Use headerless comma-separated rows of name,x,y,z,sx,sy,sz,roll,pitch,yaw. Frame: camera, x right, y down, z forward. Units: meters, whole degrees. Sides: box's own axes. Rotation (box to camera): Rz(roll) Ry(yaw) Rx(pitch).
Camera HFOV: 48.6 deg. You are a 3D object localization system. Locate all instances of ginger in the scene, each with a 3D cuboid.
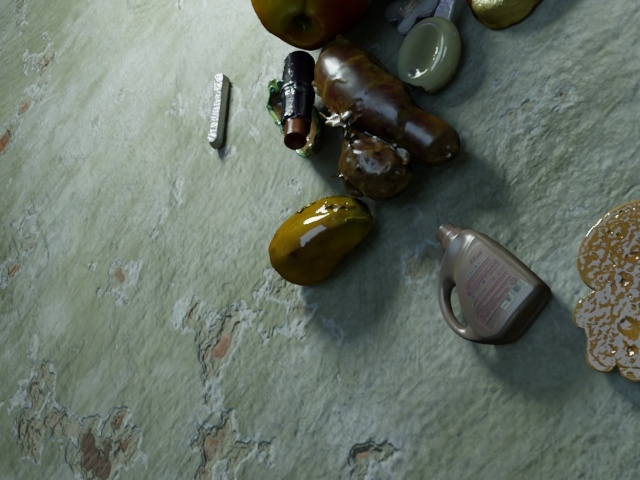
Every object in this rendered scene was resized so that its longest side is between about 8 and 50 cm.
ginger,0.087,-0.246,1.455,0.254,0.176,0.418,-42,58,15

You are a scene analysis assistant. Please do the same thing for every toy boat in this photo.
toy boat,-0.046,-0.266,1.621,0.108,0.099,0.293,-44,46,19

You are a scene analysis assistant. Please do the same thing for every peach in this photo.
peach,-0.011,-0.608,1.563,0.289,0.372,0.373,11,81,10

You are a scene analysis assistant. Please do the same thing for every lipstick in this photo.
lipstick,-0.051,-0.307,1.539,0.081,0.081,0.300,-29,38,29

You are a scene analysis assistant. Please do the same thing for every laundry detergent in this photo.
laundry detergent,0.271,0.079,1.262,0.171,0.076,0.237,-55,50,11

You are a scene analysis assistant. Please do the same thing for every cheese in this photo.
cheese,0.236,-0.418,1.445,0.137,0.064,0.228,27,101,38

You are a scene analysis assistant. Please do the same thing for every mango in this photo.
mango,0.000,0.000,1.477,0.248,0.151,0.156,-30,90,21

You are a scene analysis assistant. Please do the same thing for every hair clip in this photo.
hair clip,0.234,-0.558,1.510,0.146,0.075,0.257,45,111,41

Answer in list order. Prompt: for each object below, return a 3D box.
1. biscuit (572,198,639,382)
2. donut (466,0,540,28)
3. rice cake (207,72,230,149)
biscuit,0.496,0.074,1.104,0.201,0.044,0.289,4,80,40
donut,0.363,-0.513,1.386,0.184,0.073,0.166,-44,55,22
rice cake,-0.266,-0.338,1.852,0.036,0.047,0.207,-6,73,31
